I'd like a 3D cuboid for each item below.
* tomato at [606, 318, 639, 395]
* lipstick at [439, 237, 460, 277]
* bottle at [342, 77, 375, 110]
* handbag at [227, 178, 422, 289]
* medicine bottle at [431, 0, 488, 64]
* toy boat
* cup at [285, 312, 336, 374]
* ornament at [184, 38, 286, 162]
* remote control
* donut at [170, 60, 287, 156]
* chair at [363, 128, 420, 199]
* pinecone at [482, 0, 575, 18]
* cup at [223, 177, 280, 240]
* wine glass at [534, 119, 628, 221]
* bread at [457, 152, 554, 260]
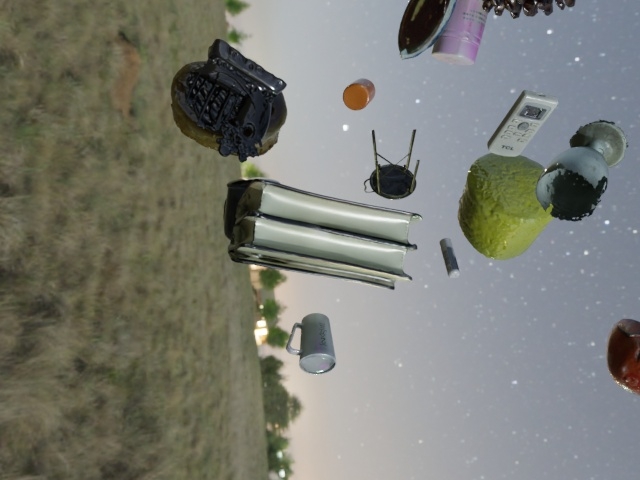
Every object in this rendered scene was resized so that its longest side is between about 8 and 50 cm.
[{"bbox_3d":[1.127,0.449,2.278,0.309,0.170,0.309,44,-33,38],"label":"tomato"},{"bbox_3d":[0.410,0.056,2.021,0.040,0.040,0.141,90,-4,-48],"label":"lipstick"},{"bbox_3d":[0.105,-0.371,1.595,0.187,0.069,0.069,-54,141,-66],"label":"bottle"},{"bbox_3d":[0.000,0.000,1.330,0.237,0.358,0.160,163,-63,-75],"label":"handbag"},{"bbox_3d":[0.463,-0.716,2.076,0.152,0.152,0.254,-130,-126,-79],"label":"medicine bottle"},{"bbox_3d":[0.283,-0.588,1.646,0.115,0.114,0.262,-39,160,-57],"label":"toy boat"},{"bbox_3d":[-0.022,0.209,1.306,0.116,0.104,0.074,-95,-156,-44],"label":"cup"},{"bbox_3d":[-0.231,-0.341,1.613,0.260,0.251,0.106,-64,-161,-15],"label":"ornament"},{"bbox_3d":[0.460,-0.264,1.467,0.190,0.087,0.029,116,-20,-53],"label":"remote control"},{"bbox_3d":[-0.257,-0.373,1.802,0.160,0.330,0.330,119,-35,-62],"label":"donut"},{"bbox_3d":[0.226,-0.194,1.988,0.326,0.159,0.170,90,-2,-55],"label":"chair"},{"bbox_3d":[0.486,-0.631,1.473,0.292,0.246,0.246,-7,-90,49],"label":"pinecone"},{"bbox_3d":[-0.195,-0.083,1.728,0.223,0.169,0.177,10,-74,45],"label":"cup"},{"bbox_3d":[0.781,-0.211,1.904,0.357,0.190,0.190,-47,148,-39],"label":"wine glass"},{"bbox_3d":[0.669,-0.125,2.312,0.308,0.348,0.348,101,-19,-52],"label":"bread"}]
